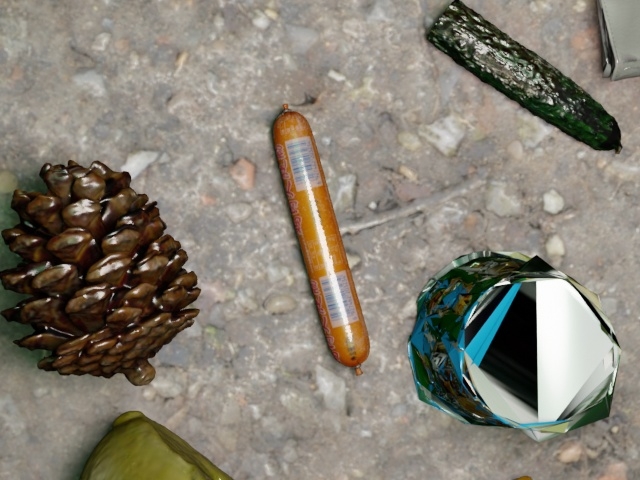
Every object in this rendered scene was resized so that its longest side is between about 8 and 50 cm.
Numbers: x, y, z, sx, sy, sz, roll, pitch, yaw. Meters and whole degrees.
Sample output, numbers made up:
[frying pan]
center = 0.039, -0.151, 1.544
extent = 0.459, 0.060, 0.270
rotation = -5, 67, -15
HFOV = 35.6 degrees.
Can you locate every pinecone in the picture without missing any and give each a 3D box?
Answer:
[pinecone]
center = -0.256, 0.040, 1.120
extent = 0.224, 0.224, 0.272
rotation = -23, 87, -6

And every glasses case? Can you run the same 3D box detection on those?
[glasses case]
center = 0.489, -0.290, 1.276
extent = 0.308, 0.083, 0.128
rotation = -13, 84, -6

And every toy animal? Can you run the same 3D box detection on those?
[toy animal]
center = -0.231, 0.388, 1.139
extent = 0.180, 0.181, 0.363
rotation = 23, 85, 4

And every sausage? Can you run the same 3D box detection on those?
[sausage]
center = 0.000, 0.000, 1.230
extent = 0.053, 0.053, 0.348
rotation = -16, 90, -6

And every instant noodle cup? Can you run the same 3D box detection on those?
[instant noodle cup]
center = 0.232, 0.124, 1.189
extent = 0.240, 0.178, 0.240
rotation = 0, 89, -6

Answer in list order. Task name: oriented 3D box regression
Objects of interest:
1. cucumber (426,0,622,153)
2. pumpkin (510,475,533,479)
[cucumber]
center = 0.269, -0.198, 1.259
extent = 0.293, 0.067, 0.067
rotation = 34, 85, -5
[pumpkin]
center = 0.250, 0.429, 1.225
extent = 0.290, 0.095, 0.258
rotation = 21, 91, -2
